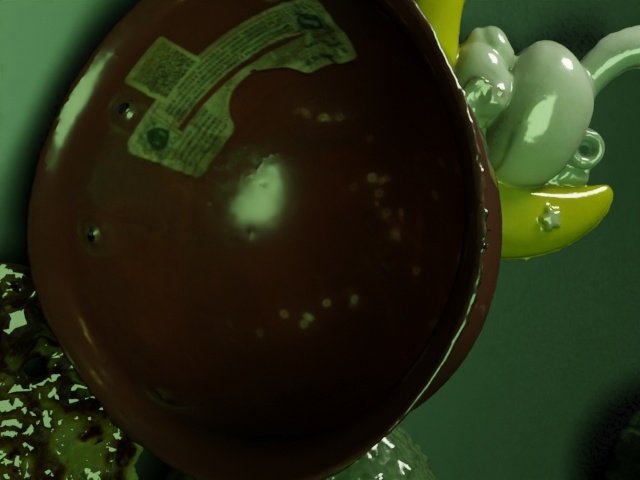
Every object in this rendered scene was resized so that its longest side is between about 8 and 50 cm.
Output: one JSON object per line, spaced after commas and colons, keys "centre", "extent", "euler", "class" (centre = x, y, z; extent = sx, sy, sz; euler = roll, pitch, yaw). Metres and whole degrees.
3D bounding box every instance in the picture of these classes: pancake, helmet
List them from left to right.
{"centre": [-0.205, 0.106, 1.230], "extent": [0.212, 0.056, 0.257], "euler": [-15, 113, -15], "class": "pancake"}
{"centre": [0.000, 0.000, 1.173], "extent": [0.337, 0.385, 0.230], "euler": [-39, 152, 15], "class": "helmet"}

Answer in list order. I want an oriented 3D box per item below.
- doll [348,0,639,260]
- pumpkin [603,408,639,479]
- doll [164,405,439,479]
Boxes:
{"centre": [0.147, -0.094, 1.331], "extent": [0.237, 0.111, 0.252], "euler": [24, 91, -12], "class": "doll"}
{"centre": [0.329, 0.212, 1.459], "extent": [0.167, 0.125, 0.167], "euler": [1, 83, -7], "class": "pumpkin"}
{"centre": [0.017, 0.289, 1.270], "extent": [0.247, 0.247, 0.349], "euler": [-30, 90, -18], "class": "doll"}
